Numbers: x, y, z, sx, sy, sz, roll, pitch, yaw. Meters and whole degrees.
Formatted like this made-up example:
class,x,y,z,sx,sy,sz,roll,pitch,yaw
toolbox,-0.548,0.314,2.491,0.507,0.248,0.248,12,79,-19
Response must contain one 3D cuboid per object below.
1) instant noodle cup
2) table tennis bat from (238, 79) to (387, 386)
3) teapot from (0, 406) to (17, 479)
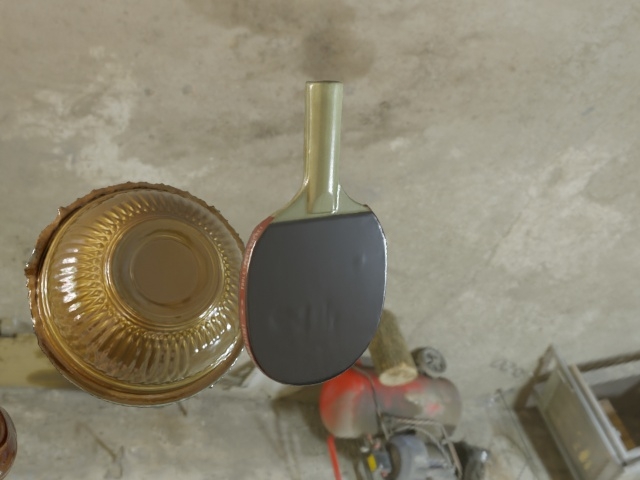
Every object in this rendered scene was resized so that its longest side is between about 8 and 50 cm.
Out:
class,x,y,z,sx,sy,sz,roll,pitch,yaw
instant noodle cup,-0.180,0.045,0.751,0.274,0.274,0.091,6,160,-26
table tennis bat,0.000,0.000,0.336,0.087,0.013,0.156,-5,105,-31
teapot,-0.376,0.207,0.695,0.078,0.129,0.098,-51,161,22
